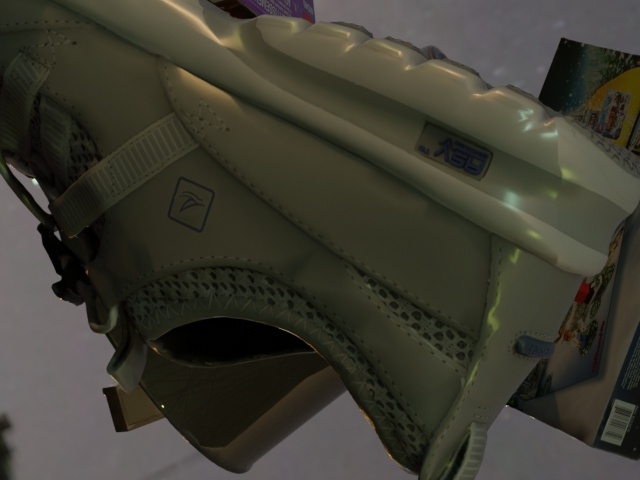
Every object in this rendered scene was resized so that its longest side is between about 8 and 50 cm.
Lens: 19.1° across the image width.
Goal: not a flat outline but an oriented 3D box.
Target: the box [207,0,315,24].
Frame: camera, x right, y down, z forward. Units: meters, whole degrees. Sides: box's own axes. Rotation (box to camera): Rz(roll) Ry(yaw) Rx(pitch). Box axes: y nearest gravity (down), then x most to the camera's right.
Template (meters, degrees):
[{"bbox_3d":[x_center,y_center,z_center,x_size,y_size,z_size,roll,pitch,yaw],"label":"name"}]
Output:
[{"bbox_3d":[-0.172,-0.114,1.002,0.201,0.293,0.057,30,52,-66],"label":"box"}]

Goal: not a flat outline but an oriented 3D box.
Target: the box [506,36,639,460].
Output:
[{"bbox_3d":[0.172,0.000,1.177,0.159,0.044,0.233,24,-86,56],"label":"box"}]

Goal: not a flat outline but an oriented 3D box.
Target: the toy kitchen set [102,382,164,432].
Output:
[{"bbox_3d":[-0.139,0.095,1.361,0.083,0.075,0.068,-12,-85,50],"label":"toy kitchen set"}]

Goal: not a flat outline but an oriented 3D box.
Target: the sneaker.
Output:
[{"bbox_3d":[-0.055,-0.018,0.543,0.281,0.105,0.115,21,-91,35],"label":"sneaker"}]

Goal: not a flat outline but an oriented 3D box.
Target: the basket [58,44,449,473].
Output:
[{"bbox_3d":[0.000,0.000,1.093,0.204,0.227,0.154,56,14,-23],"label":"basket"}]
